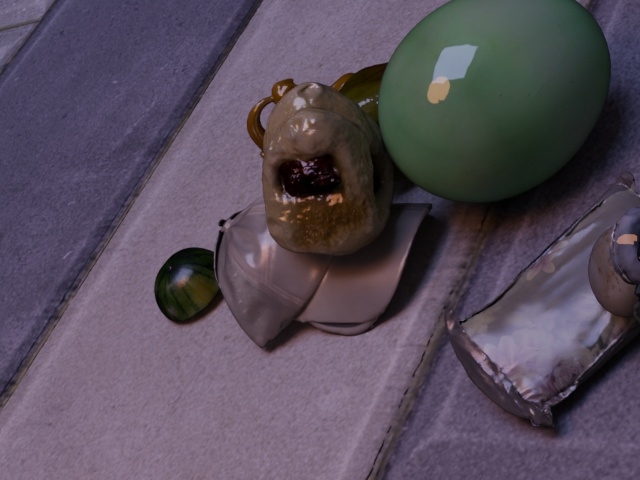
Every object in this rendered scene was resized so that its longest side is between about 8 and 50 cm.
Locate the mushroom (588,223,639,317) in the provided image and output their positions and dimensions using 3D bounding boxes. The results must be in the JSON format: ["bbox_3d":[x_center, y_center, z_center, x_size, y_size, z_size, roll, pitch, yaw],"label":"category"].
[{"bbox_3d":[0.286,0.027,1.196,0.079,0.085,0.085,0,30,-17],"label":"mushroom"}]

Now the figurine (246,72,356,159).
[{"bbox_3d":[-0.015,-0.163,1.726,0.176,0.122,0.121,-36,31,5],"label":"figurine"}]

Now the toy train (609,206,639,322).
[{"bbox_3d":[0.389,0.037,0.995,0.307,0.249,0.173,0,61,42],"label":"toy train"}]

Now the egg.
[{"bbox_3d":[0.189,-0.161,1.444,0.270,0.220,0.220,-37,32,-18],"label":"egg"}]

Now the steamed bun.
[{"bbox_3d":[0.001,-0.091,1.438,0.141,0.155,0.172,-5,42,10],"label":"steamed bun"}]

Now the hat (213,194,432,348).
[{"bbox_3d":[0.000,0.000,1.510,0.226,0.164,0.219,-27,30,50],"label":"hat"}]

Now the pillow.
[{"bbox_3d":[0.249,0.061,1.267,0.255,0.059,0.169,-40,48,-4],"label":"pillow"}]

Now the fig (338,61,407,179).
[{"bbox_3d":[0.081,-0.143,1.594,0.166,0.144,0.154,-24,61,-38],"label":"fig"}]

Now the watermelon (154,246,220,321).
[{"bbox_3d":[-0.169,0.048,1.672,0.105,0.062,0.105,-30,32,20],"label":"watermelon"}]
